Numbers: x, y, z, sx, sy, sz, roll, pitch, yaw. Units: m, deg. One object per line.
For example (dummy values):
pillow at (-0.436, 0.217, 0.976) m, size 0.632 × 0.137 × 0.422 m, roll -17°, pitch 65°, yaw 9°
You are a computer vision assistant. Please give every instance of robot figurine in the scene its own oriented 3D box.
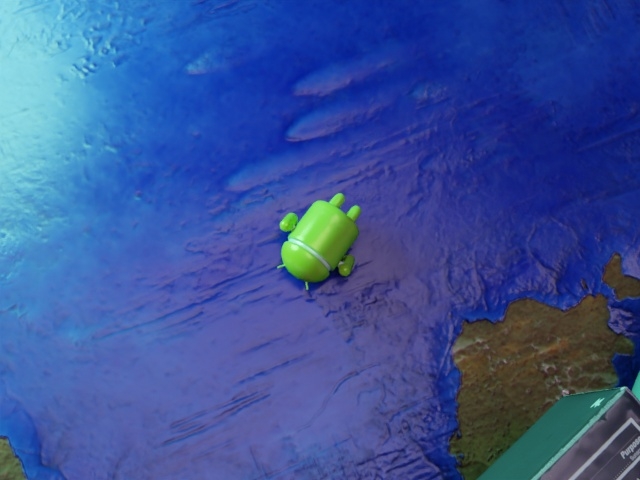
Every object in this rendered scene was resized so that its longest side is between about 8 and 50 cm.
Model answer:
robot figurine at (0.000, 0.000, 1.023) m, size 0.101 × 0.067 × 0.115 m, roll 37°, pitch 77°, yaw -3°

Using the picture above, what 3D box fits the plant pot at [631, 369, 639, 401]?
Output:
plant pot at (0.442, 0.205, 0.920) m, size 0.195 × 0.290 × 0.290 m, roll -39°, pitch 80°, yaw 25°

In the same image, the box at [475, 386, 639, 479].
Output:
box at (0.248, 0.339, 0.783) m, size 0.296 × 0.183 × 0.294 m, roll -40°, pitch 83°, yaw -11°
